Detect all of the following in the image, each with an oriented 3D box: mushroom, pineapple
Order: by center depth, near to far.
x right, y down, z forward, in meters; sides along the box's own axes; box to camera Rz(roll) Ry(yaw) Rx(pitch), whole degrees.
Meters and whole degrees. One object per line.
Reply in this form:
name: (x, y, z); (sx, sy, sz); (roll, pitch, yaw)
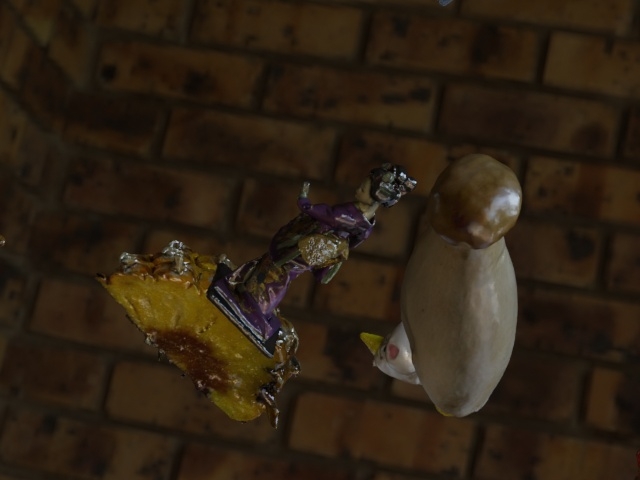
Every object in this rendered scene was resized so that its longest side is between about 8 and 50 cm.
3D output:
mushroom: (0.149, 0.055, 1.624); (0.128, 0.128, 0.350); (10, -40, 8)
pineapple: (-0.108, 0.085, 1.909); (0.161, 0.158, 0.334); (-25, -60, 24)

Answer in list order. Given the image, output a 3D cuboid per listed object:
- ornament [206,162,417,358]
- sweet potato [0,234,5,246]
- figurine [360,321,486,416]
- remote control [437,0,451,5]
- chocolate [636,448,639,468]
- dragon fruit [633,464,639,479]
ornament: (-0.008, -0.004, 1.340); (0.081, 0.203, 0.088); (39, 20, -10)
sweet potato: (-0.394, 0.017, 1.524); (0.179, 0.044, 0.044); (-9, -17, 4)
figurine: (0.128, 0.154, 1.922); (0.178, 0.109, 0.129); (22, -14, 9)
remote control: (0.138, -0.358, 1.978); (0.043, 0.152, 0.027); (-37, -40, 11)
chocolate: (0.649, 0.410, 2.128); (0.360, 0.341, 0.161); (0, -29, -19)
dragon fruit: (0.387, 0.286, 1.654); (0.136, 0.133, 0.166); (42, -2, 30)
